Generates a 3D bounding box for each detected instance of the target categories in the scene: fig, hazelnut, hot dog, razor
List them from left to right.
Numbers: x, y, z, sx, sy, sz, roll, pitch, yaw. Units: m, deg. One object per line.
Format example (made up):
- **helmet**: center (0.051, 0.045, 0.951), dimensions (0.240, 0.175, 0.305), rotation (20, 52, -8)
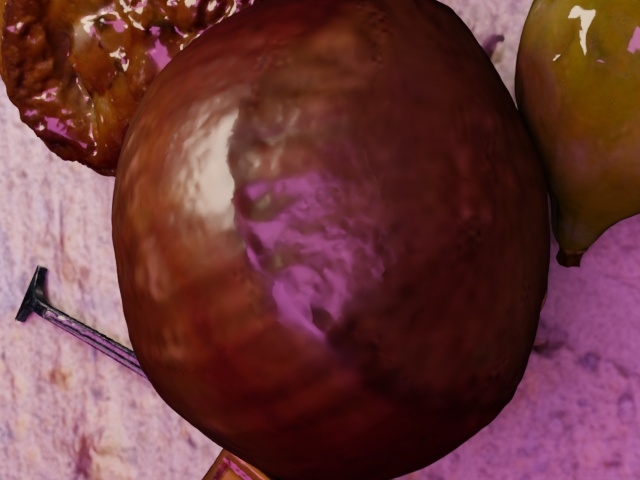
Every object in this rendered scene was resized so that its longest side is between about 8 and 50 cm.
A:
- **razor**: center (-0.228, 0.099, 1.749), dimensions (0.190, 0.033, 0.066), rotation (30, 103, 17)
- **hot dog**: center (-0.156, -0.239, 1.627), dimensions (0.267, 0.174, 0.387), rotation (32, 104, 7)
- **hazelnut**: center (0.000, 0.000, 1.446), dimensions (0.421, 0.353, 0.420), rotation (21, 120, 41)
- **fig**: center (0.278, -0.108, 1.445), dimensions (0.233, 0.233, 0.314), rotation (7, 104, 21)

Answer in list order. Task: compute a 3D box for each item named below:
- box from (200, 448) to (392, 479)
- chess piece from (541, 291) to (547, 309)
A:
- **box**: center (0.045, 0.290, 1.564), dimensions (0.301, 0.193, 0.084), rotation (39, 107, 16)
- **chess piece**: center (0.166, 0.042, 1.588), dimensions (0.084, 0.038, 0.083), rotation (0, 91, 22)
